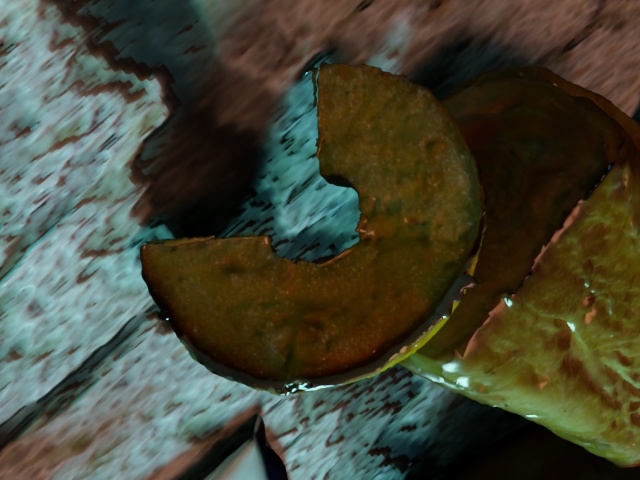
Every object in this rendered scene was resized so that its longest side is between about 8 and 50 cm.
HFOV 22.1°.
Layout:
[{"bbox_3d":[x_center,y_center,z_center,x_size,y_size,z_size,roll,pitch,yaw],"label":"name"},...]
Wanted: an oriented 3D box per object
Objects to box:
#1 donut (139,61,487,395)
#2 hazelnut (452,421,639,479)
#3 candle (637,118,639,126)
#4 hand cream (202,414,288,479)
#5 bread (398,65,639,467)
[{"bbox_3d":[0.009,0.006,0.843,0.181,0.146,0.078,-47,161,-3],"label":"donut"},{"bbox_3d":[0.223,0.281,1.231,0.366,0.366,0.366,-30,145,-24],"label":"hazelnut"},{"bbox_3d":[0.218,-0.067,1.116,0.026,0.021,0.167,10,124,-23],"label":"candle"},{"bbox_3d":[-0.143,0.247,1.022,0.336,0.076,0.121,-41,154,-20],"label":"hand cream"},{"bbox_3d":[0.149,0.019,1.010,0.195,0.149,0.344,-53,144,3],"label":"bread"}]
